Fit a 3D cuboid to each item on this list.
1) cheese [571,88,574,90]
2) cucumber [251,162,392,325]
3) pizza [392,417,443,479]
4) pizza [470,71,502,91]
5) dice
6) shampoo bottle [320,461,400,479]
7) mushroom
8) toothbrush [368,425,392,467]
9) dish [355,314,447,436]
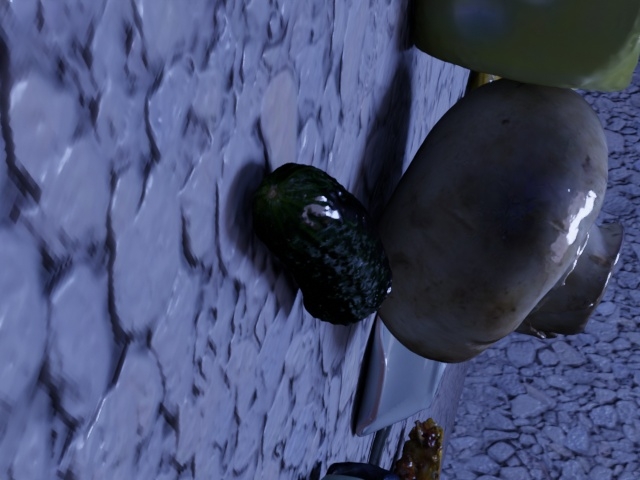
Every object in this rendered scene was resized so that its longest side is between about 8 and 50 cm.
[{"bbox_3d":[0.300,-0.345,1.549,0.259,0.128,0.316,-58,144,-72],"label":"cheese"},{"bbox_3d":[0.000,0.000,0.662,0.058,0.052,0.215,-46,164,-4],"label":"cucumber"},{"bbox_3d":[0.126,0.322,1.734,0.154,0.069,0.194,91,9,-50],"label":"pizza"},{"bbox_3d":[0.205,-0.210,1.537,0.099,0.035,0.160,74,32,-70],"label":"pizza"},{"bbox_3d":[0.169,-0.210,0.961,0.169,0.169,0.166,-44,146,-71],"label":"dice"},{"bbox_3d":[-0.005,0.253,0.886,0.359,0.078,0.134,-47,145,-70],"label":"shampoo bottle"},{"bbox_3d":[0.142,-0.013,1.001,0.255,0.184,0.255,21,90,-81],"label":"mushroom"},{"bbox_3d":[0.088,0.156,1.409,0.030,0.030,0.297,177,-74,-73],"label":"toothbrush"},{"bbox_3d":[0.091,0.106,1.257,0.234,0.064,0.154,-47,150,-68],"label":"dish"}]
